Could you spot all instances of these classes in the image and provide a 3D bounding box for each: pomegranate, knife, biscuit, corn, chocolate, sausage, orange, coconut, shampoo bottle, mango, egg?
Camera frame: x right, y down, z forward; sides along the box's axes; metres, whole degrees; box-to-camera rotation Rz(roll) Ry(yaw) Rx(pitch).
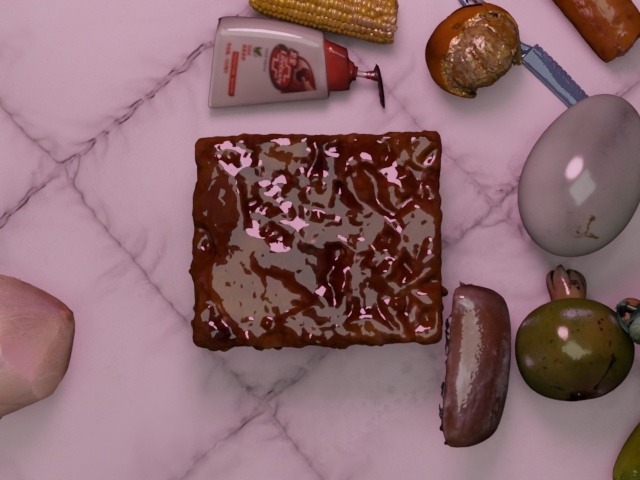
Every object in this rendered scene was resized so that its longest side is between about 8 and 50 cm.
[{"bbox_3d":[0.376,0.148,1.870,0.179,0.179,0.210,-31,71,2],"label":"pomegranate"},{"bbox_3d":[0.340,-0.296,1.957,0.313,0.019,0.044,45,88,1],"label":"knife"},{"bbox_3d":[0.000,0.000,1.890,0.395,0.166,0.342,1,90,5],"label":"biscuit"},{"bbox_3d":[0.008,-0.377,1.936,0.244,0.093,0.093,16,89,-1],"label":"corn"},{"bbox_3d":[0.251,0.195,1.870,0.083,0.161,0.261,5,92,27],"label":"chocolate"},{"bbox_3d":[0.403,-0.404,1.913,0.109,0.109,0.270,-39,84,1],"label":"sausage"},{"bbox_3d":[0.242,-0.294,1.900,0.156,0.156,0.134,-49,131,1],"label":"orange"},{"bbox_3d":[-0.491,0.162,1.897,0.234,0.224,0.224,-35,87,2],"label":"coconut"},{"bbox_3d":[-0.032,-0.270,1.937,0.284,0.071,0.153,7,116,1],"label":"shampoo bottle"},{"bbox_3d":[0.513,0.324,1.893,0.074,0.091,0.165,45,90,-7],"label":"mango"},{"bbox_3d":[0.406,-0.101,1.863,0.183,0.183,0.264,25,84,3],"label":"egg"}]

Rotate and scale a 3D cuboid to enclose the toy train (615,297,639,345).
[{"bbox_3d":[0.569,0.095,1.834,0.177,0.116,0.285,44,50,4],"label":"toy train"}]
